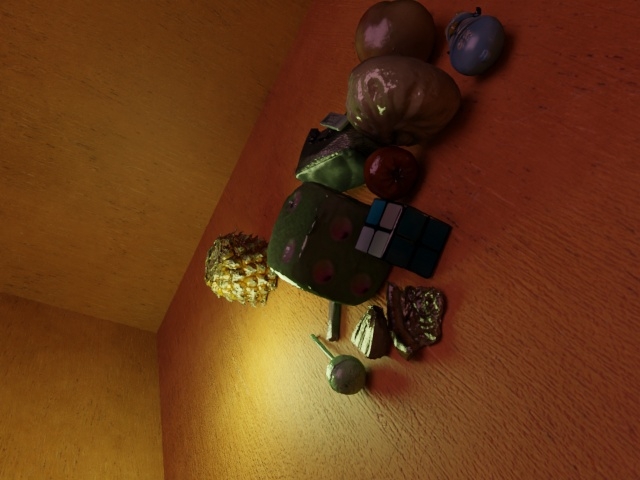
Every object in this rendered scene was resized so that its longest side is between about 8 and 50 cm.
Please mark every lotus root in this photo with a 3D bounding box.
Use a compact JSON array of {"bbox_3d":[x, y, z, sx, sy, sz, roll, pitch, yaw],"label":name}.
[{"bbox_3d":[0.161,0.269,1.619,0.143,0.070,0.144,-127,53,-65],"label":"lotus root"}]

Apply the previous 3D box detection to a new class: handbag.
[{"bbox_3d":[0.083,-0.328,2.026,0.340,0.247,0.240,-23,51,39],"label":"handbag"}]

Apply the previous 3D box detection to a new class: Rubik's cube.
[{"bbox_3d":[0.232,-0.009,1.570,0.167,0.183,0.180,-67,23,1],"label":"Rubik's cube"}]

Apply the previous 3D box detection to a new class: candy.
[{"bbox_3d":[0.032,0.375,1.781,0.119,0.119,0.440,-68,19,2],"label":"candy"}]

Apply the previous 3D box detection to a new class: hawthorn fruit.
[{"bbox_3d":[0.220,-0.224,1.773,0.179,0.179,0.200,-62,16,14],"label":"hawthorn fruit"}]

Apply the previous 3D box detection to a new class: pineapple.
[{"bbox_3d":[-0.360,0.122,2.515,0.352,0.300,0.353,-33,47,45],"label":"pineapple"}]

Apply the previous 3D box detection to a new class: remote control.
[{"bbox_3d":[0.050,-0.416,1.924,0.061,0.029,0.162,-43,27,-3],"label":"remote control"}]

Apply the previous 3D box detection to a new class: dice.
[{"bbox_3d":[0.035,0.006,1.784,0.331,0.322,0.318,-68,26,5],"label":"dice"}]

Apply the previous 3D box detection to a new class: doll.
[{"bbox_3d":[0.451,-0.599,1.643,0.177,0.141,0.314,-57,24,30],"label":"doll"}]

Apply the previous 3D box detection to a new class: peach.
[{"bbox_3d":[0.260,-0.710,1.946,0.247,0.292,0.293,65,-147,-64],"label":"peach"}]

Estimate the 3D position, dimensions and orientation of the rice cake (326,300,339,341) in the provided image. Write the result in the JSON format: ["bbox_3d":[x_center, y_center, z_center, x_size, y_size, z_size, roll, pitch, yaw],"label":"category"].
[{"bbox_3d":[0.046,0.251,1.904,0.047,0.036,0.207,-34,42,46],"label":"rice cake"}]

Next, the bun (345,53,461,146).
[{"bbox_3d":[0.238,-0.411,1.693,0.359,0.359,0.211,-8,67,61],"label":"bun"}]

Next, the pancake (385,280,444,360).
[{"bbox_3d":[0.241,0.221,1.520,0.257,0.056,0.213,3,74,64],"label":"pancake"}]
